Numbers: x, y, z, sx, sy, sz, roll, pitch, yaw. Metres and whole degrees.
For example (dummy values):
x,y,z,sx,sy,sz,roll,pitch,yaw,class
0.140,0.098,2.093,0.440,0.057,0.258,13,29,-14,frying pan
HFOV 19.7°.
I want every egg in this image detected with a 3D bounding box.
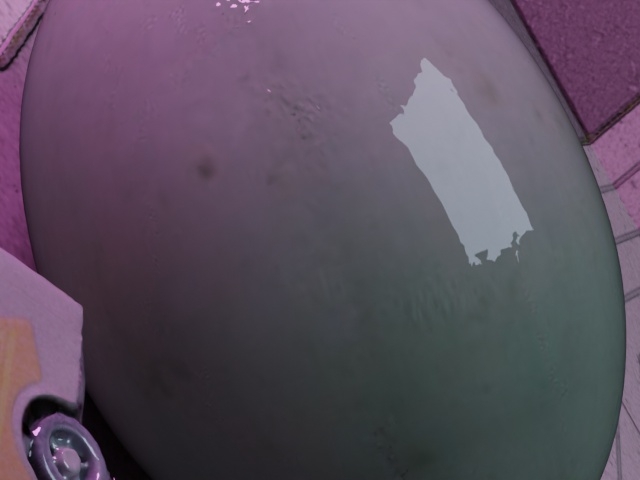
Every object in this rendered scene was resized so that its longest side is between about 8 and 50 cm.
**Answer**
x,y,z,sx,sy,sz,roll,pitch,yaw,class
0.000,0.000,0.922,0.389,0.276,0.276,65,20,3,egg

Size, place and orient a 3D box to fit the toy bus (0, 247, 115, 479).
x,y,z,sx,sy,sz,roll,pitch,yaw,class
-0.155,0.137,0.640,0.138,0.097,0.343,40,31,-33,toy bus
